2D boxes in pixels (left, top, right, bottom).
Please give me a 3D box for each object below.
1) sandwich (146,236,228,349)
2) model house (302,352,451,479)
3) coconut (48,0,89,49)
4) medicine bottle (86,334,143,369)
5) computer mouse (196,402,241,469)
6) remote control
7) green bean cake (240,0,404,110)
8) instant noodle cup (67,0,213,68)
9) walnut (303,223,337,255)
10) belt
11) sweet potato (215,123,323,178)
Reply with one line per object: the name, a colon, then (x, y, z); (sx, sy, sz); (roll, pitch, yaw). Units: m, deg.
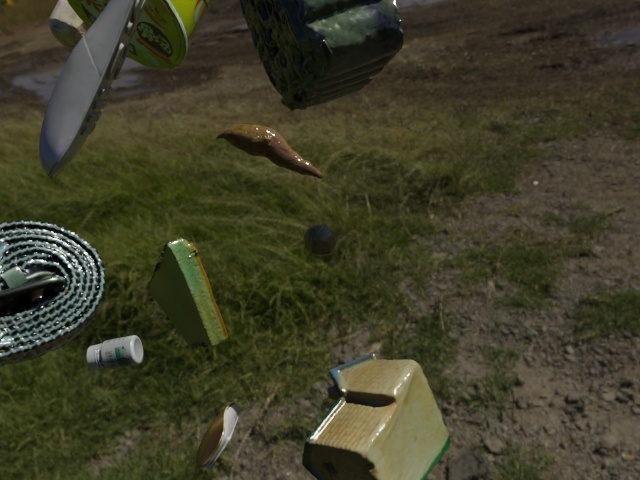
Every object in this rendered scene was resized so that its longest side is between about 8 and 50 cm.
sandwich: (-0.266, 0.126, 1.309); (0.063, 0.212, 0.245); (-34, -8, -33)
model house: (0.146, 0.603, 1.947); (0.343, 0.334, 0.382); (-7, 24, 43)
coconut: (-0.552, -0.502, 1.414); (0.110, 0.110, 0.124); (11, 70, 38)
medicine bottle: (-0.550, 0.304, 1.661); (0.130, 0.080, 0.080); (-11, 29, 3)
computer mouse: (-0.255, 0.482, 1.551); (0.126, 0.056, 0.245); (-56, 1, 3)
remote control: (-0.200, -0.161, 0.550); (0.044, 0.229, 0.073); (24, 9, -13)
green bean cake: (-0.014, -0.220, 0.556); (0.094, 0.181, 0.173); (-22, 5, -12)
instant noodle cup: (-0.336, -0.525, 1.225); (0.311, 0.311, 0.221); (11, 60, 39)
walnut: (0.000, 0.000, 1.556); (0.092, 0.092, 0.092); (-11, 29, 6)
belt: (-0.471, 0.081, 0.961); (0.257, 0.207, 0.150); (-17, -12, -27)
sweet potato: (-0.092, -0.184, 1.220); (0.226, 0.068, 0.068); (23, 34, -2)
